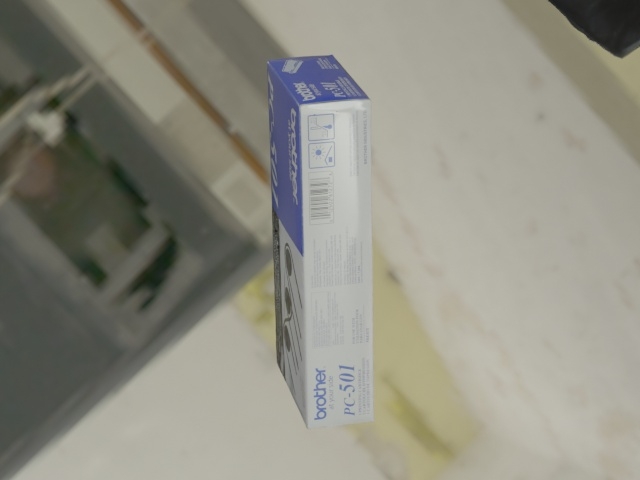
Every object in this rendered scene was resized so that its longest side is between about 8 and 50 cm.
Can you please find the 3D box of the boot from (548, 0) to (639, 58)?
[{"bbox_3d":[0.026,-0.323,0.938,0.367,0.146,0.445,28,35,-27],"label":"boot"}]

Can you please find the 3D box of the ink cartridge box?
[{"bbox_3d":[0.000,0.000,1.190,0.097,0.046,0.207,-122,-152,-66],"label":"ink cartridge box"}]
